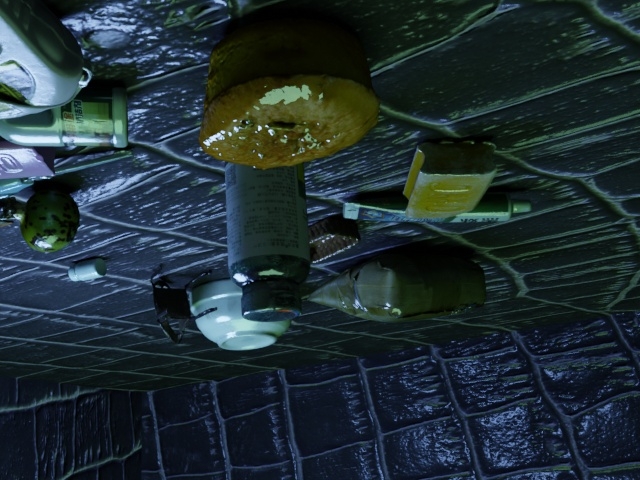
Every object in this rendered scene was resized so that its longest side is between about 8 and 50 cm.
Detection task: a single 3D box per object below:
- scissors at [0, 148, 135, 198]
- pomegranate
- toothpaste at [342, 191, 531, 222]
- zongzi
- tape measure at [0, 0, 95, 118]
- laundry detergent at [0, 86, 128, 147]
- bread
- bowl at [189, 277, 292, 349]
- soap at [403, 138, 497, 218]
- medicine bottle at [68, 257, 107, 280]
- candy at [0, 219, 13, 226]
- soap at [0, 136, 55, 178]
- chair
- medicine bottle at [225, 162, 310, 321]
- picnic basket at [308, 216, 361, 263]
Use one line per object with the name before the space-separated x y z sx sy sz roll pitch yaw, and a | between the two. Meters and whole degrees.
scissors | -0.488 -0.114 1.336 0.361 0.029 0.191 -14 179 7
pomegranate | -0.520 -0.043 1.439 0.162 0.122 0.122 15 155 -27
toothpaste | 0.242 -0.066 1.613 0.393 0.061 0.098 -2 164 -1
zongzi | 0.210 0.129 2.058 0.356 0.174 0.393 1 172 -33
tape measure | -0.395 -0.222 0.912 0.197 0.120 0.236 -14 155 11
laundry detergent | -0.392 -0.179 1.118 0.226 0.070 0.099 1 146 -11
bread | -0.039 -0.191 1.056 0.269 0.145 0.268 -5 165 -1
bowl | -0.216 0.214 2.221 0.308 0.163 0.307 -5 159 -2
soap | 0.237 -0.110 1.461 0.140 0.073 0.232 1 162 -1
medicine bottle | -0.560 0.071 1.874 0.083 0.047 0.047 -11 160 22
candy | -0.709 -0.039 1.439 0.143 0.101 0.271 -7 168 28
soap | -0.527 -0.142 1.212 0.203 0.065 0.122 -3 162 0
chair | -0.377 0.166 2.030 0.149 0.174 0.213 3 150 -31
medicine bottle | -0.091 -0.011 1.339 0.142 0.293 0.141 -3 161 -1
picnic basket | 0.000 0.000 1.770 0.110 0.054 0.193 12 156 -37
